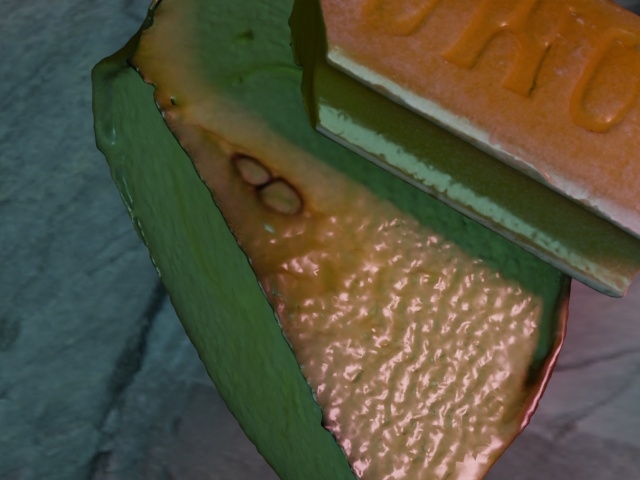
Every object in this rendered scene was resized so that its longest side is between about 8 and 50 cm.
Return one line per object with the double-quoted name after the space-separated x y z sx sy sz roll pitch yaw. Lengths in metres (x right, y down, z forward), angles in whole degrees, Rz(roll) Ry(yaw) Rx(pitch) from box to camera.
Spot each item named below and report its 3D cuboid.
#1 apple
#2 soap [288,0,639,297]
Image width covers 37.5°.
0.000 0.000 0.552 0.254 0.179 0.346 -39 71 25 "apple"
0.090 -0.087 0.504 0.232 0.140 0.073 30 145 5 "soap"
